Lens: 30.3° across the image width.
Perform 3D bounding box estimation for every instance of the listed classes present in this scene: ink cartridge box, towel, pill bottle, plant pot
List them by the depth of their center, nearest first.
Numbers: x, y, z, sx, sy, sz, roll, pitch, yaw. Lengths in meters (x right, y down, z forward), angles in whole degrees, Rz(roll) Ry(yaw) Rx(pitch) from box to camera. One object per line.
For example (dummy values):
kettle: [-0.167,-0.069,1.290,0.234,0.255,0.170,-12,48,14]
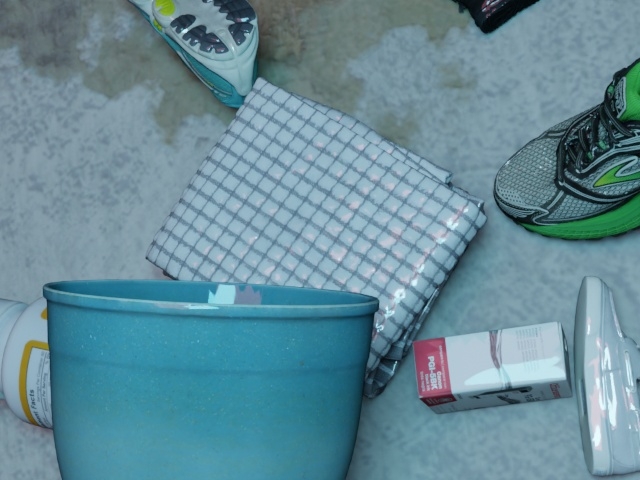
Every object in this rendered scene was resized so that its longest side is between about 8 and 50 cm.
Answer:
plant pot: [-0.093,0.167,0.962,0.272,0.272,0.255,3,90,16]
ink cartridge box: [0.162,0.120,1.097,0.135,0.099,0.056,-9,71,13]
towel: [0.000,0.000,1.173,0.284,0.121,0.235,31,82,23]
pill bottle: [-0.230,0.128,1.184,0.246,0.136,0.136,10,76,18]

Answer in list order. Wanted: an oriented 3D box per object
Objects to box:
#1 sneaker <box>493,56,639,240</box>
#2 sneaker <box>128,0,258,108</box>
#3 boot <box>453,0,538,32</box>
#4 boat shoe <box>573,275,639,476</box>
sneaker: [0.284,-0.107,1.060,0.343,0.146,0.134,-29,53,43]
sneaker: [-0.148,-0.241,1.294,0.107,0.110,0.275,-26,50,-11]
boot: [0.186,-0.285,1.248,0.121,0.045,0.099,-34,64,4]
boat shoe: [0.272,0.123,1.089,0.063,0.066,0.184,-1,70,0]
